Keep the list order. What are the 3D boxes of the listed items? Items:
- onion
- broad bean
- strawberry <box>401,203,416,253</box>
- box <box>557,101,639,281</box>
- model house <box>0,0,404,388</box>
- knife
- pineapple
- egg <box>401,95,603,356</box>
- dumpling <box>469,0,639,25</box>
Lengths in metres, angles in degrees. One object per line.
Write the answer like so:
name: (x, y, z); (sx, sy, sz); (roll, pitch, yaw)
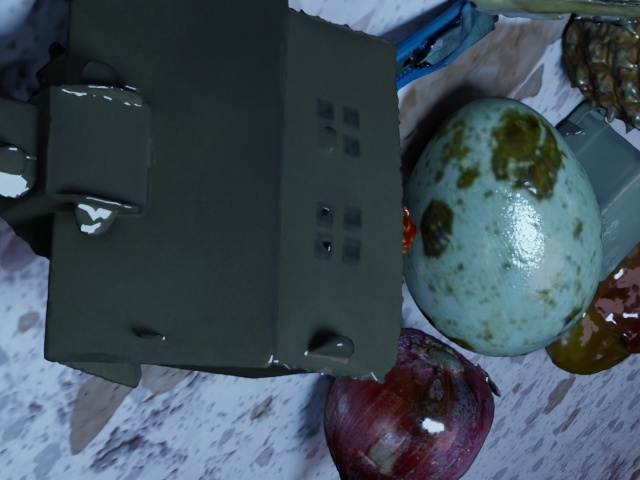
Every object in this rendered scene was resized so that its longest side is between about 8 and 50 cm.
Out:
onion: (0.067, 0.178, 1.273); (0.159, 0.159, 0.195); (2, 125, -55)
broad bean: (0.340, 0.055, 1.532); (0.228, 0.122, 0.156); (-51, 154, -2)
strawberry: (-0.005, 0.012, 1.014); (0.174, 0.098, 0.228); (-53, 151, 11)
box: (0.262, -0.038, 1.332); (0.124, 0.093, 0.172); (-46, 152, -5)
model house: (-0.108, -0.029, 0.746); (0.243, 0.211, 0.204); (12, 163, -37)
knife: (0.049, -0.114, 0.968); (0.296, 0.026, 0.044); (-39, 148, -38)
pineapple: (0.339, -0.116, 1.150); (0.158, 0.279, 0.158); (-33, 150, -22)
egg: (0.146, -0.011, 1.129); (0.169, 0.169, 0.231); (-31, 131, -29)
dumpling: (0.170, -0.195, 0.945); (0.332, 0.166, 0.086); (8, 96, -18)
